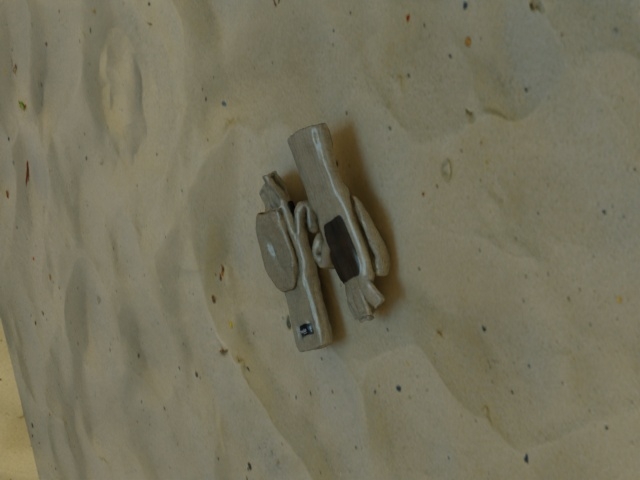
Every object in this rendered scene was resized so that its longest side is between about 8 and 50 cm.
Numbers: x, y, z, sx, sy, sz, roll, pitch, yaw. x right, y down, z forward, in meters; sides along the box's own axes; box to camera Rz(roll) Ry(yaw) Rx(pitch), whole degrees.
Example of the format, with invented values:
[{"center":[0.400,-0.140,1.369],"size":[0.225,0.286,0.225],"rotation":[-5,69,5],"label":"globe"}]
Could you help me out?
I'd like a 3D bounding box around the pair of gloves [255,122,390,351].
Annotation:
[{"center":[0.000,0.000,1.662],"size":[0.204,0.042,0.240],"rotation":[68,154,9],"label":"pair of gloves"}]
